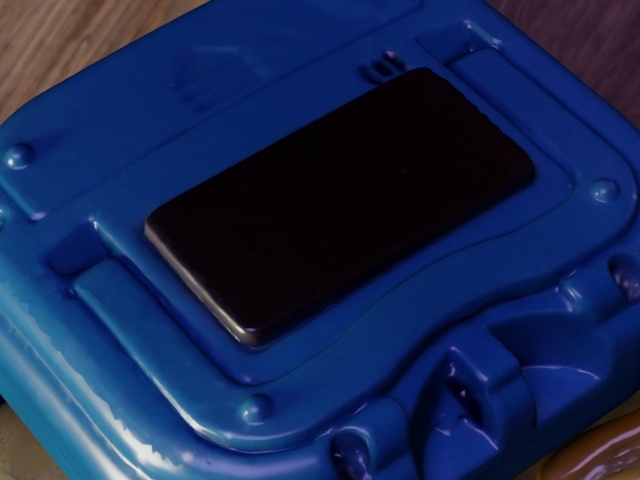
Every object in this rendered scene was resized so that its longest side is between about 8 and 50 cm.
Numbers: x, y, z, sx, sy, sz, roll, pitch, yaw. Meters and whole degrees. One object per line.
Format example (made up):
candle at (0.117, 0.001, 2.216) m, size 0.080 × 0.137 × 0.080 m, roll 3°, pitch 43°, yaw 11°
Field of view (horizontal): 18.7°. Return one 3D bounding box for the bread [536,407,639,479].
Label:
bread at (0.205, 0.107, 0.956) m, size 0.200 × 0.116 × 0.077 m, roll -21°, pitch 75°, yaw 7°

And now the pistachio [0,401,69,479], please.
pistachio at (-0.109, 0.173, 1.010) m, size 0.152 × 0.126 × 0.223 m, roll -39°, pitch 70°, yaw 46°

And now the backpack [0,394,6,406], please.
backpack at (-0.233, 0.085, 1.050) m, size 0.106 × 0.165 × 0.120 m, roll 20°, pitch 63°, yaw 30°

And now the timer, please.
timer at (0.000, 0.000, 0.982) m, size 0.340 × 0.115 × 0.309 m, roll -31°, pitch 56°, yaw -22°
